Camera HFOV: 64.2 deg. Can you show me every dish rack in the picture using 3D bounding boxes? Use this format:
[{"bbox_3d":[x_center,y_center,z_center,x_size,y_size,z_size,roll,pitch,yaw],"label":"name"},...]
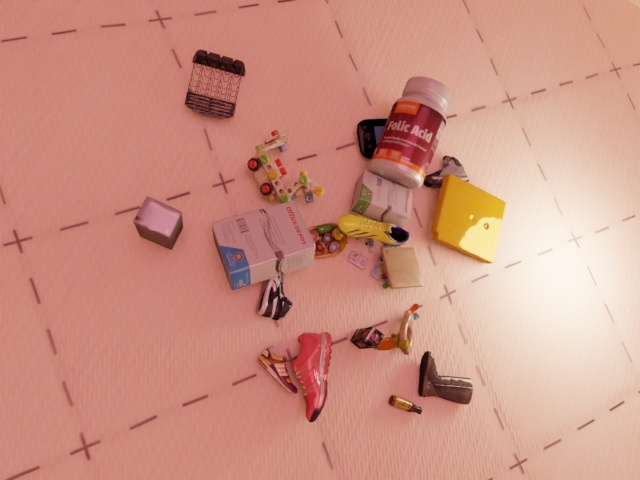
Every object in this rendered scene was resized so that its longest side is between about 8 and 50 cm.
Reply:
[{"bbox_3d":[-0.406,-0.592,1.958,0.209,0.074,0.271,11,76,-13],"label":"dish rack"}]

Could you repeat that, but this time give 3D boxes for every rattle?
[{"bbox_3d":[0.298,0.335,1.964,0.130,0.143,0.199,41,48,-38],"label":"rattle"}]

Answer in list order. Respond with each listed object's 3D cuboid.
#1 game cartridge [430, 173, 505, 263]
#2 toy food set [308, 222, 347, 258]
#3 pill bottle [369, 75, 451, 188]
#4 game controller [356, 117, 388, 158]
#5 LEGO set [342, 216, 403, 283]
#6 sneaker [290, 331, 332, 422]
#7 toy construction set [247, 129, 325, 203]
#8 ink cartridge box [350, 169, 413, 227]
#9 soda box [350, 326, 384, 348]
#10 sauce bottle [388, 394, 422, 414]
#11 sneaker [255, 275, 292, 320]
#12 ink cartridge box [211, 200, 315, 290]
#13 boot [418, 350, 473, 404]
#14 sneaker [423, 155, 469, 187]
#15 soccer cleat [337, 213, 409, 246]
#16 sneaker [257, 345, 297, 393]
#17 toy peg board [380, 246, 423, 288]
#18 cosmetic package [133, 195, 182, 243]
[{"bbox_3d":[0.611,-0.087,2.107,0.324,0.053,0.285,22,76,-22],"label":"game cartridge"},{"bbox_3d":[0.000,0.000,1.917,0.218,0.071,0.128,-13,82,-10],"label":"toy food set"},{"bbox_3d":[0.361,-0.423,2.007,0.224,0.224,0.391,23,84,-10],"label":"pill bottle"},{"bbox_3d":[0.304,-0.427,2.131,0.320,0.067,0.166,-7,79,-17],"label":"game controller"},{"bbox_3d":[0.204,0.032,1.996,0.244,0.060,0.182,33,66,-6],"label":"LEGO set"},{"bbox_3d":[-0.043,0.475,1.801,0.136,0.116,0.313,9,68,-4],"label":"sneaker"},{"bbox_3d":[-0.142,-0.266,1.913,0.215,0.151,0.327,-27,77,4],"label":"toy construction set"},{"bbox_3d":[0.244,-0.159,2.010,0.220,0.092,0.160,22,51,-11],"label":"ink cartridge box"},{"bbox_3d":[0.167,0.353,1.845,0.053,0.169,0.060,39,69,-5],"label":"soda box"},{"bbox_3d":[0.318,0.613,1.897,0.128,0.042,0.042,22,72,-12],"label":"sauce bottle"},{"bbox_3d":[-0.151,0.185,1.851,0.121,0.079,0.216,26,66,-24],"label":"sneaker"},{"bbox_3d":[-0.200,0.014,1.795,0.308,0.129,0.223,-17,59,-16],"label":"ink cartridge box"},{"bbox_3d":[0.484,0.526,1.950,0.209,0.076,0.189,8,89,-8],"label":"boot"},{"bbox_3d":[0.518,-0.296,2.162,0.229,0.086,0.132,-3,73,-28],"label":"sneaker"},{"bbox_3d":[0.205,-0.047,1.926,0.289,0.121,0.093,16,74,-23],"label":"soccer cleat"},{"bbox_3d":[-0.133,0.453,1.786,0.185,0.069,0.084,46,74,-3],"label":"sneaker"},{"bbox_3d":[0.298,0.115,1.982,0.161,0.079,0.160,0,68,-33],"label":"toy peg board"},{"bbox_3d":[-0.534,-0.052,1.697,0.127,0.238,0.107,26,71,-10],"label":"cosmetic package"}]
